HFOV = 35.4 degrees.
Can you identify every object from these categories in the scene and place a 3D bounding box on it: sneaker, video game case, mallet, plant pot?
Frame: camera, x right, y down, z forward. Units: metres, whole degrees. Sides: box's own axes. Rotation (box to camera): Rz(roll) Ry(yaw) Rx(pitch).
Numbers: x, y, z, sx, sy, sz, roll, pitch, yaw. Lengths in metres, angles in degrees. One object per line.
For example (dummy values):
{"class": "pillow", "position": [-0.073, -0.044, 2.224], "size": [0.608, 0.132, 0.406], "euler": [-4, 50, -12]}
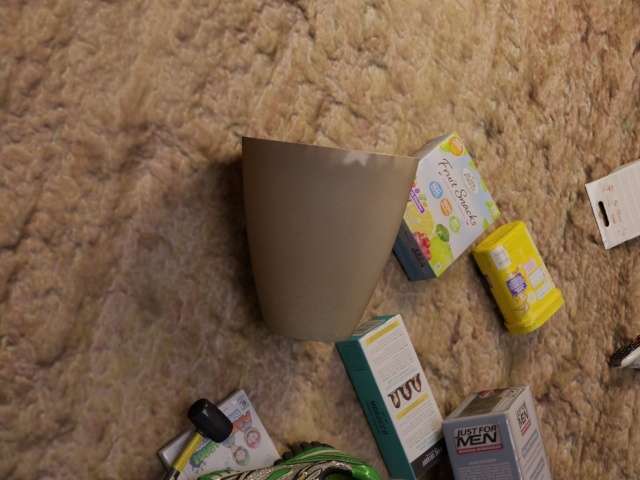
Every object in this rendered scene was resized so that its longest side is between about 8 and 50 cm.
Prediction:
{"class": "sneaker", "position": [-0.061, 0.363, 1.356], "size": [0.344, 0.146, 0.134], "euler": [-19, 100, -39]}
{"class": "video game case", "position": [-0.135, 0.311, 1.411], "size": [0.157, 0.019, 0.143], "euler": [-36, 105, -36]}
{"class": "mallet", "position": [-0.183, 0.307, 1.345], "size": [0.062, 0.039, 0.189], "euler": [40, 66, -29]}
{"class": "plant pot", "position": [0.000, 0.000, 1.448], "size": [0.256, 0.256, 0.274], "euler": [3, 96, -38]}
{"class": "sneaker", "position": [0.644, 0.236, 2.003], "size": [0.161, 0.057, 0.075], "euler": [-23, 91, -41]}

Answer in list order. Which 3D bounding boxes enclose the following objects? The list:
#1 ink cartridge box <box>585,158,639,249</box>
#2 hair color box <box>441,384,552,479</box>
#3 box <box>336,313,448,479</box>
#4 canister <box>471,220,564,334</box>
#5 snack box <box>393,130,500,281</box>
{"class": "ink cartridge box", "position": [0.623, -0.075, 2.064], "size": [0.179, 0.045, 0.145], "euler": [-22, 97, -20]}
{"class": "hair color box", "position": [0.314, 0.443, 1.636], "size": [0.185, 0.114, 0.374], "euler": [-16, 93, -66]}
{"class": "box", "position": [0.120, 0.248, 1.592], "size": [0.100, 0.060, 0.244], "euler": [-28, 100, -38]}
{"class": "canister", "position": [0.353, 0.065, 1.798], "size": [0.126, 0.073, 0.170], "euler": [-35, 103, -36]}
{"class": "snack box", "position": [0.192, -0.060, 1.696], "size": [0.207, 0.070, 0.174], "euler": [-42, 107, -37]}
